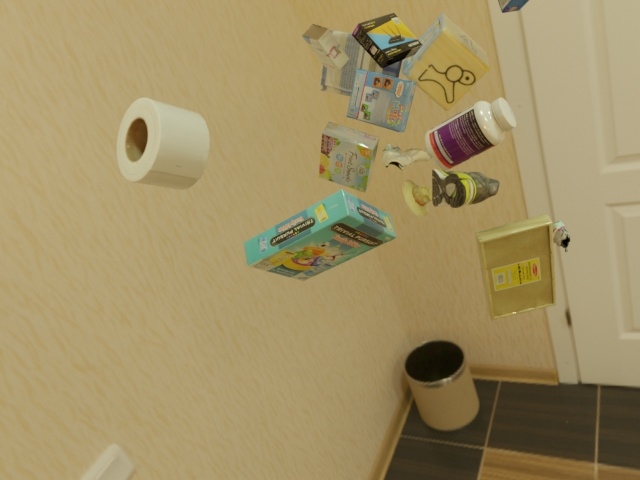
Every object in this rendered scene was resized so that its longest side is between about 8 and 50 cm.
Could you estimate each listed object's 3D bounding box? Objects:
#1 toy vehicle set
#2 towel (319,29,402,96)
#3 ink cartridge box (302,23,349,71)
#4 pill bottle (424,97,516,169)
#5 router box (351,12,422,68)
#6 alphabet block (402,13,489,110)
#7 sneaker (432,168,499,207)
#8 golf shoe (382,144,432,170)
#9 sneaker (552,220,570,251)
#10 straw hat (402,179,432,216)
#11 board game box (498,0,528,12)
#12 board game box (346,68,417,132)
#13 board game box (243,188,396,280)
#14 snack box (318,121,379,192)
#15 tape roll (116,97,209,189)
[{"bbox_3d":[0.478,0.072,1.264,0.165,0.267,0.035,-15,35,8],"label":"toy vehicle set"},{"bbox_3d":[0.138,-0.595,1.796,0.285,0.209,0.034,17,30,15],"label":"towel"},{"bbox_3d":[0.016,-0.560,1.517,0.052,0.122,0.088,-48,45,-2],"label":"ink cartridge box"},{"bbox_3d":[0.579,-0.416,2.021,0.323,0.181,0.181,-26,18,38],"label":"pill bottle"},{"bbox_3d":[0.191,-0.571,1.483,0.179,0.133,0.046,-35,-8,-39],"label":"router box"},{"bbox_3d":[0.400,-0.573,1.678,0.192,0.197,0.193,-43,18,36],"label":"alphabet block"},{"bbox_3d":[0.388,-0.142,1.440,0.121,0.111,0.300,-3,12,-6],"label":"sneaker"},{"bbox_3d":[0.303,-0.281,1.830,0.176,0.086,0.069,4,-15,0],"label":"golf shoe"},{"bbox_3d":[0.588,0.002,1.290,0.038,0.098,0.069,-25,67,-6],"label":"sneaker"},{"bbox_3d":[0.356,-0.159,1.832,0.061,0.144,0.144,-28,16,42],"label":"straw hat"},{"bbox_3d":[0.382,-0.552,0.954,0.047,0.160,0.210,-15,-6,-14],"label":"board game box"},{"bbox_3d":[0.194,-0.453,1.683,0.211,0.160,0.039,25,24,31],"label":"board game box"},{"bbox_3d":[0.000,0.000,1.432,0.336,0.253,0.079,-26,63,28],"label":"board game box"},{"bbox_3d":[0.089,-0.270,1.706,0.174,0.207,0.070,20,57,9],"label":"snack box"},{"bbox_3d":[-0.468,-0.281,1.540,0.246,0.246,0.169,4,-2,42],"label":"tape roll"}]
